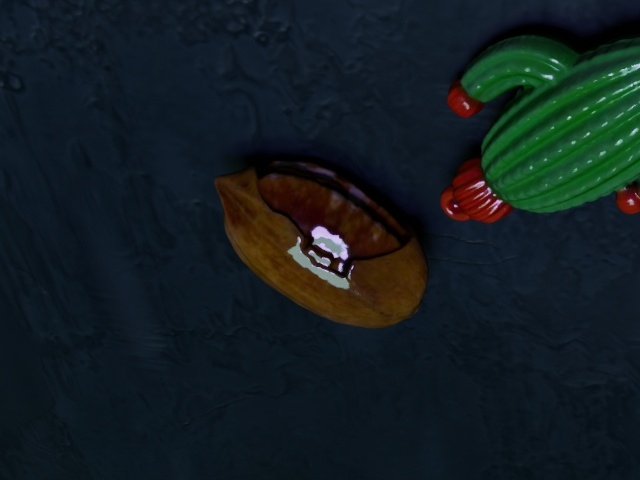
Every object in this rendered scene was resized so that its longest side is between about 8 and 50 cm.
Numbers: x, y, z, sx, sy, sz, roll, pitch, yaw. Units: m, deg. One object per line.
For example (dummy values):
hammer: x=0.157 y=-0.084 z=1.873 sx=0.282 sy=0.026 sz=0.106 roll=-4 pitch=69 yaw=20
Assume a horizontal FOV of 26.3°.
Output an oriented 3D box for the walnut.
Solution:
walnut: x=0.000 y=0.000 z=1.159 sx=0.207 sy=0.116 sz=0.116 roll=31 pitch=139 yaw=-4

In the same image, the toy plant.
toy plant: x=0.172 y=-0.083 z=1.013 sx=0.240 sy=0.088 sz=0.155 roll=-1 pitch=126 yaw=37
